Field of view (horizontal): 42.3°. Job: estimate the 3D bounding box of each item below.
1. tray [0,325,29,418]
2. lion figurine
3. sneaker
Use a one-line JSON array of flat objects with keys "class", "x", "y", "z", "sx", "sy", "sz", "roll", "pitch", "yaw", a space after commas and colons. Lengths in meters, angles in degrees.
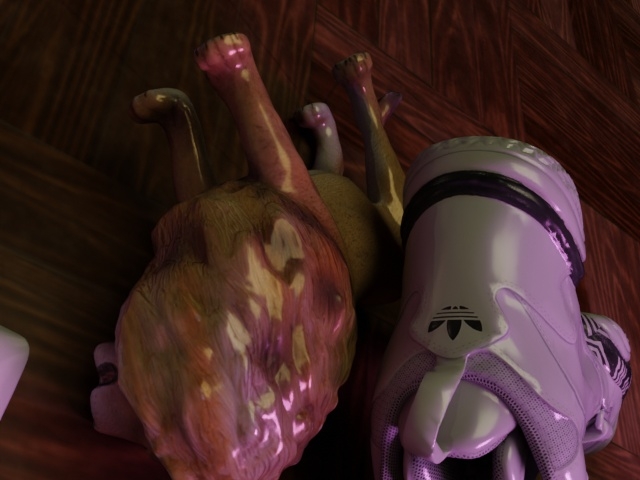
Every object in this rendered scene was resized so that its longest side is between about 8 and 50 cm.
[{"class": "tray", "x": -0.263, "y": 0.038, "z": 0.350, "sx": 0.270, "sy": 0.030, "sz": 0.145, "roll": 34, "pitch": 43, "yaw": -25}, {"class": "lion figurine", "x": 0.000, "y": 0.000, "z": 0.564, "sx": 0.392, "sy": 0.142, "sz": 0.240, "roll": -17, "pitch": 85, "yaw": -54}, {"class": "sneaker", "x": 0.129, "y": 0.119, "z": 0.569, "sx": 0.365, "sy": 0.137, "sz": 0.210, "roll": 58, "pitch": 39, "yaw": -45}]
